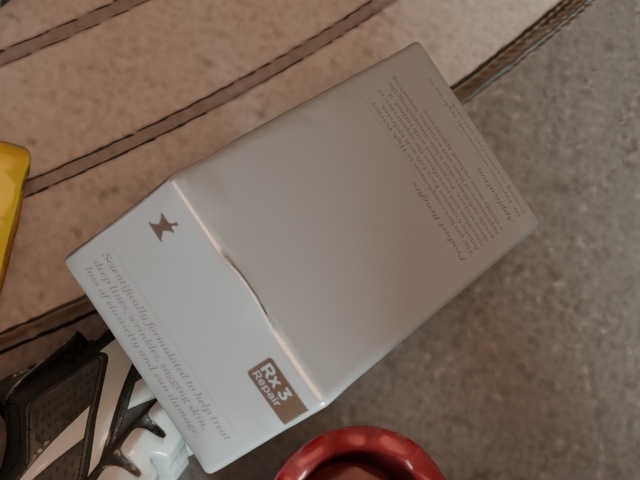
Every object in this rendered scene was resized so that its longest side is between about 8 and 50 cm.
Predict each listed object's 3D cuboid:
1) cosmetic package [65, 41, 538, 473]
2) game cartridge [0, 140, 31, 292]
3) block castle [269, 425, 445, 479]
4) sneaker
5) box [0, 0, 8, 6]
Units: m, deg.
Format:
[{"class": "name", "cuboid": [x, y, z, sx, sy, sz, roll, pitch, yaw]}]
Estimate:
[{"class": "cosmetic package", "cuboid": [0.000, 0.000, 0.841, 0.117, 0.085, 0.231, 56, 37, 1]}, {"class": "game cartridge", "cuboid": [-0.324, 0.054, 0.842, 0.323, 0.052, 0.285, 15, 78, -8]}, {"class": "block castle", "cuboid": [-0.021, 0.328, 0.777, 0.303, 0.213, 0.453, 39, 75, -4]}, {"class": "sneaker", "cuboid": [-0.100, 0.074, 0.870, 0.106, 0.078, 0.234, 27, 63, 12]}, {"class": "box", "cuboid": [-0.171, -0.205, 0.924, 0.186, 0.038, 0.145, -40, 91, -17]}]
